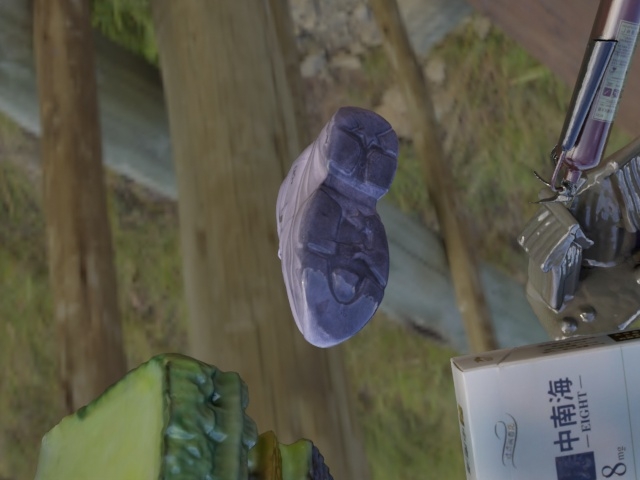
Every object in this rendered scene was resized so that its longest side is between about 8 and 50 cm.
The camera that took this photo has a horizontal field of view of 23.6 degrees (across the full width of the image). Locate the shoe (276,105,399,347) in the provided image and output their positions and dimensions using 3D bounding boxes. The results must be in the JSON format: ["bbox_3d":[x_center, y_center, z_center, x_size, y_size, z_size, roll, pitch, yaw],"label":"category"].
[{"bbox_3d":[0.000,0.000,1.417,0.095,0.245,0.137,22,144,-18],"label":"shoe"}]

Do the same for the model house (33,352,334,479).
[{"bbox_3d":[-0.048,0.200,0.883,0.211,0.194,0.170,25,137,-28],"label":"model house"}]

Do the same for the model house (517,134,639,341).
[{"bbox_3d":[0.313,-0.011,1.663,0.229,0.122,0.188,-32,133,-31],"label":"model house"}]

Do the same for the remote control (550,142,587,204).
[{"bbox_3d":[0.197,-0.056,1.230,0.016,0.091,0.034,35,109,-11],"label":"remote control"}]

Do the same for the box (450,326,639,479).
[{"bbox_3d":[0.256,0.172,1.482,0.243,0.067,0.155,-8,97,-4],"label":"box"}]

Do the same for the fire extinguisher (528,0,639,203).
[{"bbox_3d":[0.164,-0.095,0.901,0.035,0.049,0.173,13,106,-5],"label":"fire extinguisher"}]
